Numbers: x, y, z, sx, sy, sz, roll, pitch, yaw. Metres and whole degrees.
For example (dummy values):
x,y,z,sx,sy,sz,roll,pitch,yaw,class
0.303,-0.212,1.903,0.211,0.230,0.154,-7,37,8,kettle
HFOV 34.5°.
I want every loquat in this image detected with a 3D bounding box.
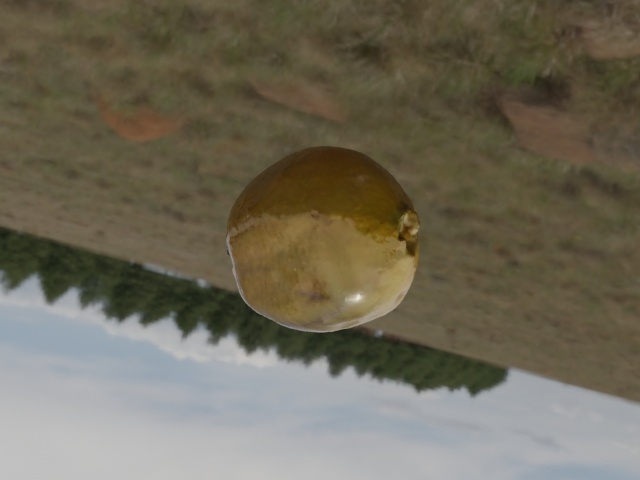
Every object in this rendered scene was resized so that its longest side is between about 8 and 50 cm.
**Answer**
x,y,z,sx,sy,sz,roll,pitch,yaw,class
0.000,0.000,1.057,0.234,0.187,0.176,-16,174,40,loquat
